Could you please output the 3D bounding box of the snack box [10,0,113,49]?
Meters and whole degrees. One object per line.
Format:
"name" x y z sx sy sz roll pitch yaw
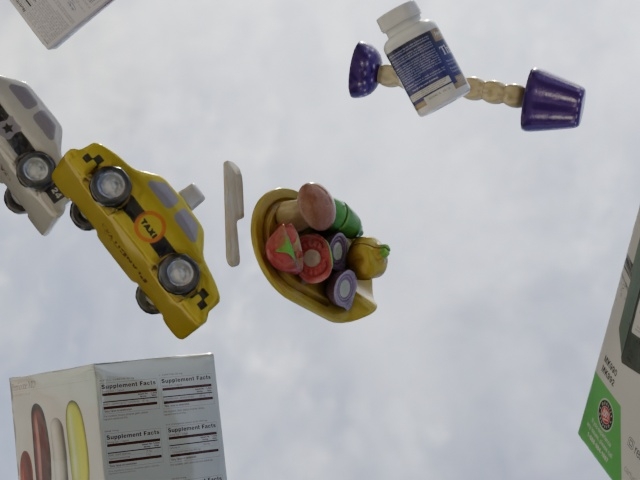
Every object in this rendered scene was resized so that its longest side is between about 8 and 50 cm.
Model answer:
"snack box" -0.224 -0.227 1.148 0.064 0.022 0.178 -37 -89 15

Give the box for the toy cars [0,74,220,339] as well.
"toy cars" -0.212 -0.059 1.435 0.394 0.087 0.176 33 -30 36

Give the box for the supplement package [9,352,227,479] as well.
"supplement package" -0.212 0.231 1.671 0.194 0.149 0.203 -15 -100 52

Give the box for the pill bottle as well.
"pill bottle" 0.111 -0.203 1.769 0.067 0.067 0.120 -28 -90 50

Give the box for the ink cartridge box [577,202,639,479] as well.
"ink cartridge box" 0.331 0.086 1.305 0.211 0.122 0.289 -120 -143 -63

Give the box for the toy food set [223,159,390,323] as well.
"toy food set" 0.000 0.000 1.628 0.071 0.218 0.128 -23 -128 39

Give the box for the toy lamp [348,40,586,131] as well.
"toy lamp" 0.174 -0.179 1.883 0.275 0.080 0.080 12 -81 15
